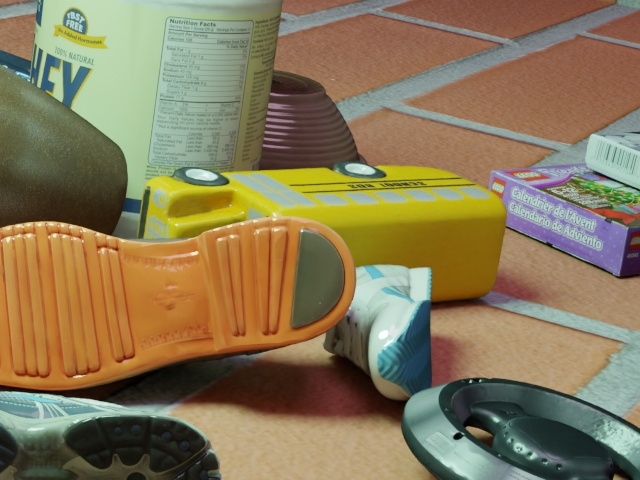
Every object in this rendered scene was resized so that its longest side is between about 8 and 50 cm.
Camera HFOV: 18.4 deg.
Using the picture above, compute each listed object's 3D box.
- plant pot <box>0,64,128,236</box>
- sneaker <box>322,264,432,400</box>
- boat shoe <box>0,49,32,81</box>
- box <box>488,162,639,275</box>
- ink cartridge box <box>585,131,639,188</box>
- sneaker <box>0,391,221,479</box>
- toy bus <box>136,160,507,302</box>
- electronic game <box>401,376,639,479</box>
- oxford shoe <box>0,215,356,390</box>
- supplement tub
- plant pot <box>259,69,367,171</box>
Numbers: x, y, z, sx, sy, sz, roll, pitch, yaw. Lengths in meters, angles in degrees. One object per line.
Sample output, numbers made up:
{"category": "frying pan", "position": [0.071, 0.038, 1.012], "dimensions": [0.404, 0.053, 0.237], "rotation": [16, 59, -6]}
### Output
{"category": "plant pot", "position": [-0.293, -0.063, 1.726], "dimensions": [0.230, 0.215, 0.215], "rotation": [14, 12, -33]}
{"category": "sneaker", "position": [0.046, 0.077, 1.617], "dimensions": [0.092, 0.087, 0.229], "rotation": [1, 11, 3]}
{"category": "boat shoe", "position": [-0.351, -0.164, 2.148], "dimensions": [0.258, 0.109, 0.089], "rotation": [5, 21, -4]}
{"category": "box", "position": [0.351, -0.031, 2.138], "dimensions": [0.293, 0.057, 0.201], "rotation": [-6, 22, -40]}
{"category": "ink cartridge box", "position": [0.431, -0.073, 2.142], "dimensions": [0.208, 0.045, 0.206], "rotation": [-5, 22, -42]}
{"category": "sneaker", "position": [-0.207, 0.146, 1.268], "dimensions": [0.283, 0.110, 0.122], "rotation": [10, -1, -5]}
{"category": "toy bus", "position": [0.000, 0.000, 1.784], "dimensions": [0.332, 0.108, 0.130], "rotation": [-4, 23, -37]}
{"category": "electronic game", "position": [0.169, 0.162, 1.439], "dimensions": [0.229, 0.048, 0.229], "rotation": [16, 16, -5]}
{"category": "oxford shoe", "position": [-0.158, 0.057, 1.548], "dimensions": [0.363, 0.130, 0.133], "rotation": [-2, -10, -6]}
{"category": "supplement tub", "position": [-0.161, -0.181, 1.914], "dimensions": [0.235, 0.325, 0.235], "rotation": [8, 17, -2]}
{"category": "plant pot", "position": [-0.062, -0.122, 2.145], "dimensions": [0.237, 0.110, 0.237], "rotation": [7, 18, -2]}
